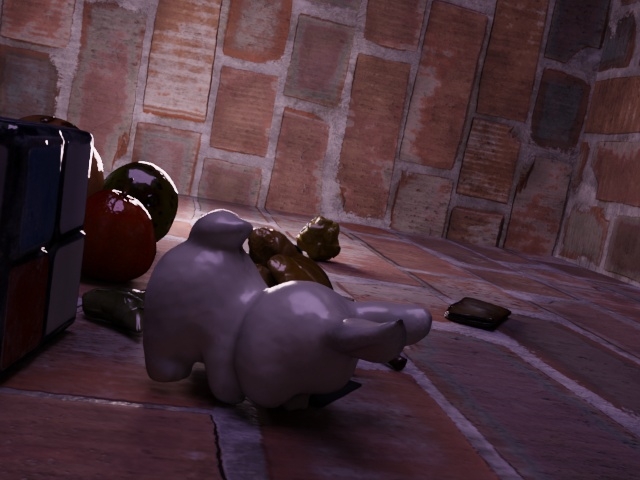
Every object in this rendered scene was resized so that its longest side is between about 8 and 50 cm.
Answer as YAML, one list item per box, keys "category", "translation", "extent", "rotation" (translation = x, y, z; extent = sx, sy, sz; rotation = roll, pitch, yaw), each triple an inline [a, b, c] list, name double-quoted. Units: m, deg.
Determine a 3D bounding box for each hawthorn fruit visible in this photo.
- category: "hawthorn fruit"
  translation: [-0.423, -0.026, 1.510]
  extent: [0.196, 0.226, 0.196]
  rotation: [17, 17, -5]

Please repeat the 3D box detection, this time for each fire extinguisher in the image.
- category: "fire extinguisher"
  translation: [0.122, 0.200, 1.297]
  extent: [0.046, 0.032, 0.100]
  rotation: [-6, 21, -31]

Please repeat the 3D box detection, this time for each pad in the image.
- category: "pad"
  translation: [-0.015, 0.215, 1.091]
  extent: [0.112, 0.003, 0.157]
  rotation: [14, 8, 25]

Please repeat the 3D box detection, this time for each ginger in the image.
- category: "ginger"
  translation: [-0.071, 0.089, 1.377]
  extent: [0.236, 0.166, 0.375]
  rotation: [34, -6, -14]

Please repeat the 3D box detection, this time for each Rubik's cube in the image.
- category: "Rubik's cube"
  translation: [-0.506, -0.019, 0.963]
  extent: [0.318, 0.313, 0.316]
  rotation: [9, 7, -2]

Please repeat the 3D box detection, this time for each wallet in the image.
- category: "wallet"
  translation: [0.401, 0.183, 1.854]
  extent: [0.137, 0.031, 0.255]
  rotation: [13, 7, 23]

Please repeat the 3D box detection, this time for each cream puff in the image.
- category: "cream puff"
  translation: [0.001, 0.001, 2.312]
  extent: [0.156, 0.156, 0.121]
  rotation: [13, 38, 15]

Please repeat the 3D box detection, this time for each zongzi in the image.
- category: "zongzi"
  translation: [-0.355, 0.117, 1.185]
  extent: [0.154, 0.062, 0.130]
  rotation: [4, 20, -4]

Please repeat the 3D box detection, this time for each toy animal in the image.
- category: "toy animal"
  translation: [-0.049, 0.101, 0.972]
  extent: [0.367, 0.241, 0.196]
  rotation: [14, 11, 20]

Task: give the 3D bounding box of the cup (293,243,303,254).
- category: "cup"
  translation: [-0.080, 0.052, 2.039]
  extent: [0.100, 0.078, 0.077]
  rotation: [44, -1, -7]

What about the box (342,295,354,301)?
- category: "box"
  translation: [0.039, 0.145, 1.550]
  extent: [0.062, 0.045, 0.098]
  rotation: [11, 6, 7]

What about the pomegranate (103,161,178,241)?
- category: "pomegranate"
  translation: [-0.524, -0.109, 1.976]
  extent: [0.285, 0.231, 0.231]
  rotation: [17, 9, 33]

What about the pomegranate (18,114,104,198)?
- category: "pomegranate"
  translation: [-0.689, -0.152, 1.790]
  extent: [0.322, 0.322, 0.322]
  rotation: [11, 7, -1]

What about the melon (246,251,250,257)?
- category: "melon"
  translation: [-0.136, 0.089, 1.400]
  extent: [0.064, 0.118, 0.209]
  rotation: [-7, -35, 12]
